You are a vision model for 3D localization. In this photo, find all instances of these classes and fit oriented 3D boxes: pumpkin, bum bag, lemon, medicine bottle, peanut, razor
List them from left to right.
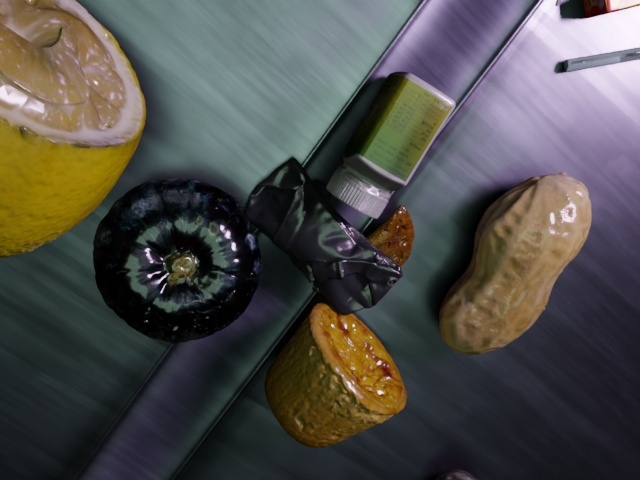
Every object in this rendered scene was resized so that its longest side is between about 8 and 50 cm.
[{"bbox_3d":[-0.409,-0.132,0.690,0.364,0.364,0.364,-1,105,-5],"label":"lemon"},{"bbox_3d":[-0.195,0.029,0.832,0.233,0.163,0.233,-2,98,-14],"label":"pumpkin"},{"bbox_3d":[0.000,0.000,0.881,0.248,0.060,0.123,46,103,7],"label":"bum bag"},{"bbox_3d":[0.092,-0.131,0.832,0.088,0.132,0.188,29,101,-12],"label":"medicine bottle"},{"bbox_3d":[0.285,0.041,0.897,0.149,0.149,0.313,21,109,-10],"label":"peanut"},{"bbox_3d":[0.464,-0.274,0.880,0.211,0.036,0.084,-11,103,-3],"label":"razor"}]

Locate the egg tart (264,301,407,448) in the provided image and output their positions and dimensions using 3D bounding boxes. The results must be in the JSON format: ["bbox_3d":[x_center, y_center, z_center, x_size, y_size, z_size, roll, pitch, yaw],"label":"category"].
[{"bbox_3d":[0.012,0.207,0.900,0.147,0.202,0.202,-41,105,21],"label":"egg tart"}]

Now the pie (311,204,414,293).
[{"bbox_3d":[0.079,0.031,0.927,0.191,0.033,0.088,-42,116,14],"label":"pie"}]

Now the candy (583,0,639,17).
[{"bbox_3d":[0.444,-0.349,0.844,0.122,0.062,0.038,-14,104,-1],"label":"candy"}]

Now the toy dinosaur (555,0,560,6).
[{"bbox_3d":[0.403,-0.424,0.835,0.142,0.057,0.212,5,117,-26],"label":"toy dinosaur"}]

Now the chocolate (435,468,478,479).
[{"bbox_3d":[0.251,0.501,1.033,0.110,0.110,0.248,-13,106,-2],"label":"chocolate"}]
